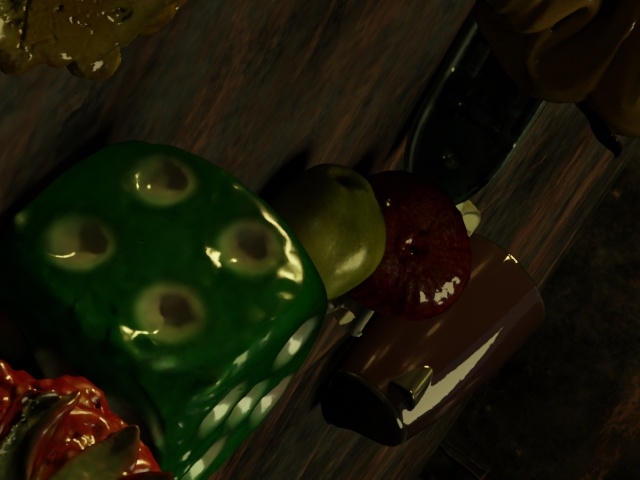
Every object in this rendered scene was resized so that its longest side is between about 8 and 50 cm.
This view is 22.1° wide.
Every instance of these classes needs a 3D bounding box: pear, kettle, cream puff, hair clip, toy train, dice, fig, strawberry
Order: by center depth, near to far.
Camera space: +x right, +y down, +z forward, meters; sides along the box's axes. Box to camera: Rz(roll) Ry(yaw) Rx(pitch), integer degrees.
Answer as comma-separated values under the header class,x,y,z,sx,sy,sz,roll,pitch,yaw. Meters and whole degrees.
class,x,y,z,sx,sy,sz,roll,pitch,yaw
cream puff,-0.083,-0.095,0.564,0.058,0.083,0.083,-108,-156,-47
strawberry,-0.138,0.119,0.719,0.228,0.174,0.098,111,-1,-67
dice,-0.083,0.041,0.764,0.120,0.128,0.131,-44,166,-36
pear,0.000,0.000,1.087,0.092,0.092,0.097,-39,161,-51
toy train,0.183,-0.198,1.244,0.407,0.086,0.088,-59,172,29
fig,0.039,0.006,1.275,0.153,0.119,0.119,-5,-153,41
hair clip,0.068,0.021,1.461,0.218,0.071,0.159,-30,161,-49
kettle,0.104,0.116,1.786,0.232,0.144,0.202,-41,-165,-26

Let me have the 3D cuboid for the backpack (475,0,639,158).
class,x,y,z,sx,sy,sz,roll,pitch,yaw
backpack,0.231,-0.232,0.927,0.378,0.201,0.353,-57,-173,23
